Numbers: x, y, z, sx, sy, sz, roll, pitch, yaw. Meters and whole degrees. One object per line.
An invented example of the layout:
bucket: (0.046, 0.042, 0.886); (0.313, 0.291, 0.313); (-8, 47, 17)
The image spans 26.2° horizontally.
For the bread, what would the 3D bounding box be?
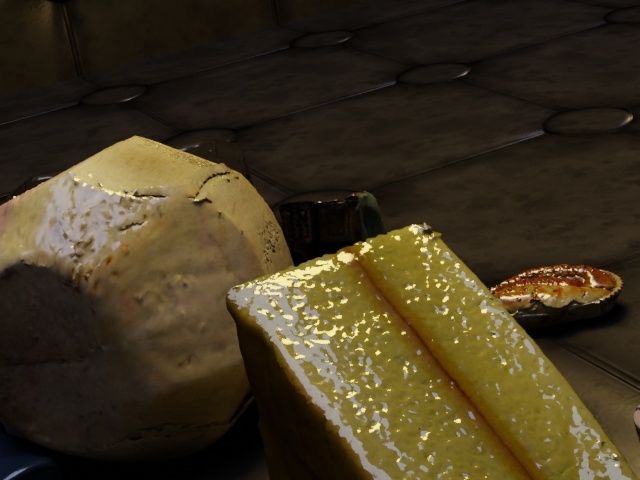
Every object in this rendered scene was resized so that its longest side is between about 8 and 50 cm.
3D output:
bread: (0.120, 0.153, 1.174); (0.233, 0.244, 0.362); (-20, 20, -27)

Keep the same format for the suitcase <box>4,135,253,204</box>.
suitcase: (-0.255, -0.017, 1.877); (0.345, 0.188, 0.339); (-13, 16, -4)

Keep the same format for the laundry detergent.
laundry detergent: (-0.346, 0.231, 1.415); (0.097, 0.061, 0.206); (-33, 29, -30)

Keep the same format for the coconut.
coconut: (-0.196, 0.059, 1.444); (0.353, 0.352, 0.352); (-8, 21, 3)

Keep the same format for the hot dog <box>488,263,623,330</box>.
hot dog: (0.253, 0.066, 1.584); (0.192, 0.053, 0.099); (-10, 25, 4)

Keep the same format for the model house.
model house: (-0.001, -0.005, 1.770); (0.152, 0.165, 0.106); (-5, 39, 13)

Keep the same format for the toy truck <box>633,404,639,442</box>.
toy truck: (0.370, 0.192, 1.139); (0.124, 0.114, 0.253); (-30, 26, -18)
